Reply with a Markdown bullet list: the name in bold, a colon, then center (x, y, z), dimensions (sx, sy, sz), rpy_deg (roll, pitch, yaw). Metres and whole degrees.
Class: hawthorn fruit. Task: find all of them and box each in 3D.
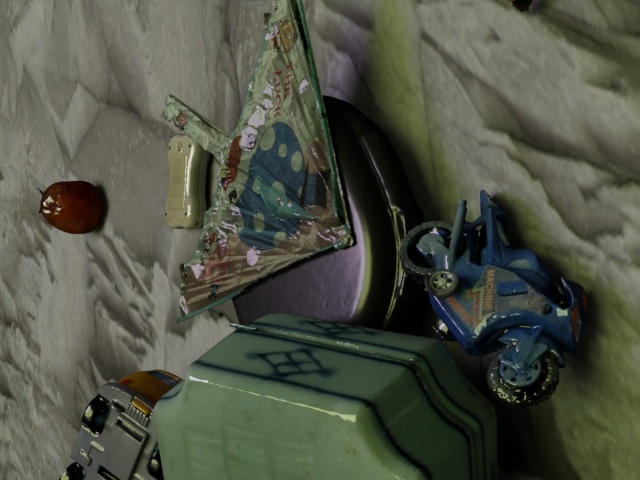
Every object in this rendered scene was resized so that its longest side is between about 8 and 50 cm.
- **hawthorn fruit**: center (-0.369, -0.050, 1.466), dimensions (0.081, 0.093, 0.081), rpy_deg (-9, 79, 51)

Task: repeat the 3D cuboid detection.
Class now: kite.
- **kite**: center (-0.079, -0.075, 1.038), dimensions (0.368, 0.014, 0.406), rpy_deg (37, 114, 44)

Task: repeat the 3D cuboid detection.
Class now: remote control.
- **remote control**: center (-0.168, -0.075, 1.275), dimensions (0.074, 0.032, 0.122), rpy_deg (3, 88, 50)

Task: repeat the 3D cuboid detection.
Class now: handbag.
- **handbag**: center (0.001, 0.000, 1.020), dimensions (0.254, 0.093, 0.308), rpy_deg (-43, 55, 37)

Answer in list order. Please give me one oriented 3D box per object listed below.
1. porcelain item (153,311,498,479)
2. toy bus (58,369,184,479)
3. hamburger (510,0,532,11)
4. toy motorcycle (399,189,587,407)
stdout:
- **porcelain item**: center (0.010, 0.214, 0.871), dimensions (0.281, 0.157, 0.286), rpy_deg (6, 112, 36)
- **toy bus**: center (-0.218, 0.257, 1.219), dimensions (0.126, 0.136, 0.210), rpy_deg (31, 114, 15)
- **hamburger**: center (0.188, -0.280, 0.785), dimensions (0.207, 0.155, 0.135), rpy_deg (-21, 66, 55)
- **toy motorcycle**: center (0.149, 0.044, 0.835), dimensions (0.205, 0.114, 0.076), rpy_deg (57, 172, 40)
